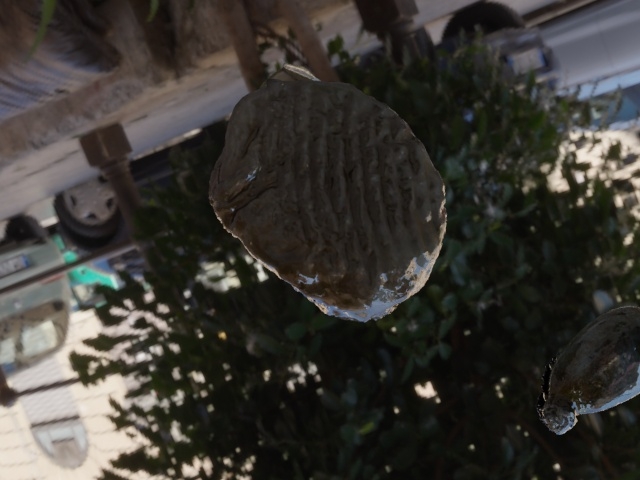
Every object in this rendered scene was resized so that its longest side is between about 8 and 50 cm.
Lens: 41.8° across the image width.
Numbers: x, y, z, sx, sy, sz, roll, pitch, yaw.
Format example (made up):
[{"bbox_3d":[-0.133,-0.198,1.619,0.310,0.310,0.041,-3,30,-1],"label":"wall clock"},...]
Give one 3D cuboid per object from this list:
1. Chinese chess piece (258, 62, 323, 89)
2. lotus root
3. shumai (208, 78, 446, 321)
[{"bbox_3d":[0.031,-0.185,1.530,0.140,0.338,0.338,-57,177,15],"label":"Chinese chess piece"},{"bbox_3d":[0.275,0.125,0.828,0.165,0.088,0.088,-38,-172,-6],"label":"lotus root"},{"bbox_3d":[0.000,0.000,1.010,0.267,0.314,0.262,-12,147,-17],"label":"shumai"}]
